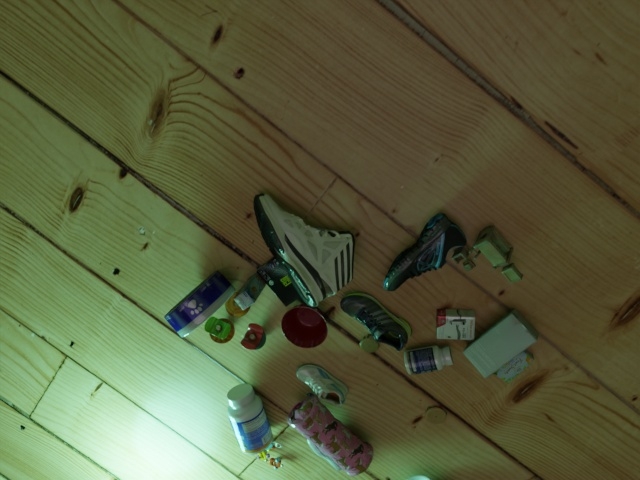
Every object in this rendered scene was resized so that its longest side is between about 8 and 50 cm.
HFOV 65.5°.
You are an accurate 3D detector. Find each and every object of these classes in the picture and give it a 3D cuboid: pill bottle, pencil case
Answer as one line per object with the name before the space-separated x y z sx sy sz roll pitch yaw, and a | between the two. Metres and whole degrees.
pill bottle | 0.407 0.446 1.873 0.169 0.094 0.094 -14 108 16
pill bottle | -0.305 0.750 2.105 0.152 0.152 0.272 -10 109 15
pencil case | 0.046 0.795 2.029 0.386 0.167 0.160 45 124 -14

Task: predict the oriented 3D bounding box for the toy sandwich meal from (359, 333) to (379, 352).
toy sandwich meal | 0.192 0.399 1.935 0.086 0.029 0.085 4 123 6

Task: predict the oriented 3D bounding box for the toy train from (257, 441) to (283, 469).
toy train | -0.216 0.942 2.225 0.125 0.046 0.166 11 116 5

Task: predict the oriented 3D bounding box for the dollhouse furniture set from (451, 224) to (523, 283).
dollhouse furniture set | 0.576 0.066 1.709 0.182 0.101 0.161 47 137 -9

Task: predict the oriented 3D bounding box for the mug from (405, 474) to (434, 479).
mug | 0.417 1.168 2.089 0.374 0.276 0.328 -13 105 48

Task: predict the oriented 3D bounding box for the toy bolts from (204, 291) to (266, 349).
toy bolts | -0.308 0.338 1.981 0.228 0.158 0.218 27 74 10

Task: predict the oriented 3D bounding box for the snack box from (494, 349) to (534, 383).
snack box | 0.704 0.451 1.847 0.100 0.037 0.141 33 114 -3

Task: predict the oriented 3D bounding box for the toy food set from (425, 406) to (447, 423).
toy food set | 0.466 0.703 2.004 0.083 0.020 0.082 1 111 11

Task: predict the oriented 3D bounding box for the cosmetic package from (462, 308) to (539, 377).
cosmetic package | 0.641 0.366 1.775 0.238 0.107 0.127 -44 75 21

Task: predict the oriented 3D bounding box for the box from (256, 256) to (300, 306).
box | -0.114 0.131 1.879 0.191 0.045 0.184 -34 99 22

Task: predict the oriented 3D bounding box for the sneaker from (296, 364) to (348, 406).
sneaker | 0.003 0.583 2.010 0.229 0.092 0.087 28 116 1

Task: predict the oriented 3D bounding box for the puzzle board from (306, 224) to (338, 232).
puzzle board | 0.000 0.000 1.822 0.128 0.011 0.096 12 114 6

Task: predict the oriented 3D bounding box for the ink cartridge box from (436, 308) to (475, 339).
ink cartridge box | 0.494 0.307 1.821 0.135 0.056 0.099 0 111 12

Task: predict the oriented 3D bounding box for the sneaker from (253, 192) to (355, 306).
sneaker | -0.041 -0.009 1.761 0.257 0.169 0.447 -28 77 -18

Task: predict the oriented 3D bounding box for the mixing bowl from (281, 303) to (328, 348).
mixing bowl | -0.051 0.310 1.908 0.181 0.098 0.181 4 113 10

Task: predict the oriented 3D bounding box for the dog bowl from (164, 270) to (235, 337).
dog bowl | -0.451 0.234 1.867 0.265 0.265 0.104 -37 98 22

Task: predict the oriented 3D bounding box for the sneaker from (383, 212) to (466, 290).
sneaker | 0.352 0.071 1.718 0.140 0.125 0.341 39 114 -4

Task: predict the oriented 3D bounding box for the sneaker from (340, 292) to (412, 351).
sneaker | 0.205 0.299 1.840 0.300 0.121 0.111 30 114 -1

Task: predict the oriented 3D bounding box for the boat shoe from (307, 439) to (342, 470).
boat shoe | 0.039 0.896 2.145 0.076 0.083 0.226 -39 112 11

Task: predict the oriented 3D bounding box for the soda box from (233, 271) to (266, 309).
soda box | -0.256 0.183 1.852 0.063 0.183 0.058 -35 101 20
